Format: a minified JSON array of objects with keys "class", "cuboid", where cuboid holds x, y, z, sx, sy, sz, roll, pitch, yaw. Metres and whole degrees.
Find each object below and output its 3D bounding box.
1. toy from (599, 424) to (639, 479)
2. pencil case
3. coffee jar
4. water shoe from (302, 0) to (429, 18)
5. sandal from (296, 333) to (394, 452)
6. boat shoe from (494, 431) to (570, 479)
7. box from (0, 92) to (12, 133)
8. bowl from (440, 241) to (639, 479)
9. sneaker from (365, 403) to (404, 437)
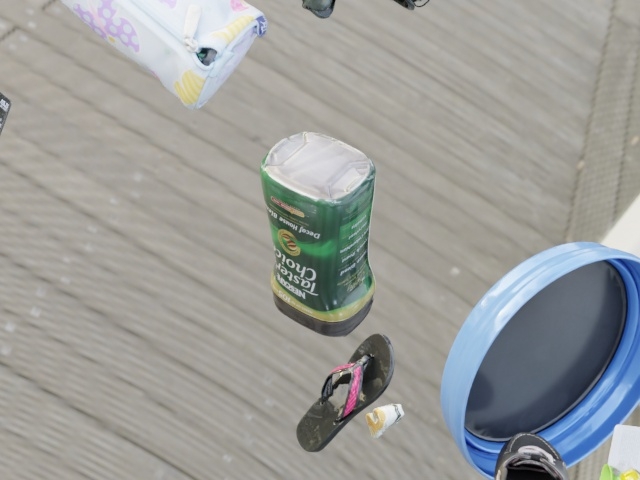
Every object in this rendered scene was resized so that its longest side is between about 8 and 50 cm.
[{"class":"toy","cuboid":[0.426,0.283,1.369,0.237,0.137,0.056,8,5,-8]},{"class":"pencil case","cuboid":[-0.186,-0.240,1.143,0.273,0.113,0.124,38,24,1]},{"class":"coffee jar","cuboid":[0.000,0.000,1.078,0.096,0.184,0.079,27,52,27]},{"class":"water shoe","cuboid":[0.079,-0.221,0.954,0.203,0.080,0.073,-9,0,6]},{"class":"sandal","cuboid":[0.027,0.190,1.509,0.040,0.179,0.067,27,17,-47]},{"class":"boat shoe","cuboid":[0.293,0.351,1.658,0.112,0.096,0.335,9,30,6]},{"class":"box","cuboid":[-0.535,-0.169,1.779,0.077,0.147,0.180,17,-8,7]},{"class":"bowl","cuboid":[0.345,0.177,1.794,0.391,0.391,0.077,2,26,-35]},{"class":"sneaker","cuboid":[0.079,0.215,1.460,0.037,0.083,0.032,-17,78,-15]}]
